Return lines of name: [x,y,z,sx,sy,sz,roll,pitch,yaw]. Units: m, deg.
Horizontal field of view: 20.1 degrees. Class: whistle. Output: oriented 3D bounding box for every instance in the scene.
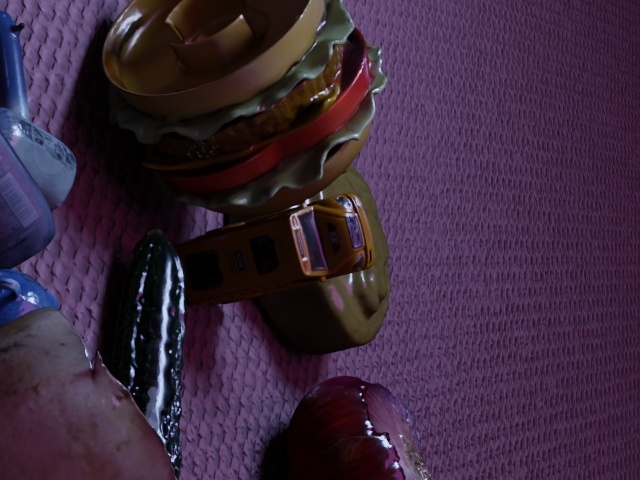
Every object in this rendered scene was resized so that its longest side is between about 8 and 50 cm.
whistle: [-0.262,0.075,1.497,0.158,0.090,0.090,109,-13,-55]

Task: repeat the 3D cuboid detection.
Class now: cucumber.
cucumber: [-0.160,0.115,1.679,0.077,0.077,0.265,46,37,-47]

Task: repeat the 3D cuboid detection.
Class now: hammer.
hammer: [-0.274,-0.125,1.592,0.116,0.069,0.194,34,39,-54]

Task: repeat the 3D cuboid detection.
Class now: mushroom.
mushroom: [-0.225,0.184,1.401,0.195,0.189,0.253,32,-32,55]

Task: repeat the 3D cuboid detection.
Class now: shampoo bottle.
shampoo bottle: [-0.305,-0.078,1.467,0.233,0.087,0.049,59,-1,-28]

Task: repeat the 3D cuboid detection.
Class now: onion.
onion: [0.048,0.257,1.934,0.248,0.161,0.248,-8,90,-74]

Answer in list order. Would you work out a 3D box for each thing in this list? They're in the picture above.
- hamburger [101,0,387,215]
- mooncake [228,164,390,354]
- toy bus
hamburger: [-0.069,-0.146,1.788,0.274,0.274,0.212,-78,148,-44]
mooncake: [0.000,0.000,2.030,0.235,0.117,0.235,36,46,-50]
toy bus: [-0.046,0.013,1.828,0.088,0.194,0.083,-13,88,-62]
